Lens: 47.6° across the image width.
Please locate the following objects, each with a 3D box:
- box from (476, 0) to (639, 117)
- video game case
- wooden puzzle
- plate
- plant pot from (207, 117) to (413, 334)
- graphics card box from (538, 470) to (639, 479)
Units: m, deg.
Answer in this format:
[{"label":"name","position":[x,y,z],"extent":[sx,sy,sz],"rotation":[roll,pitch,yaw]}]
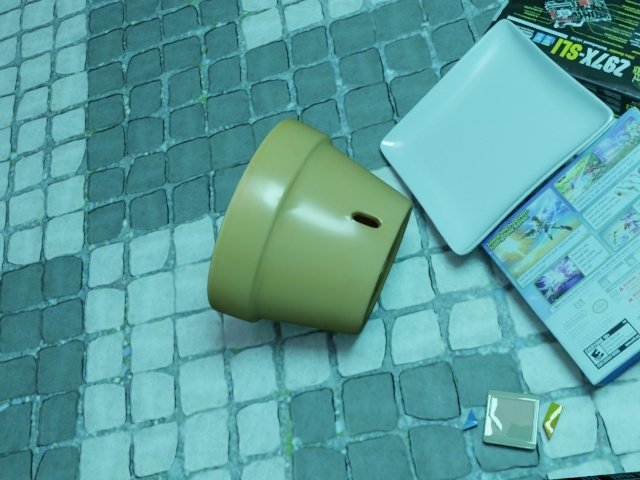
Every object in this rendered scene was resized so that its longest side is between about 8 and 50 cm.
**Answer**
[{"label":"box","position":[0.448,-0.331,1.120],"extent":[0.322,0.079,0.257],"rotation":[29,78,28]},{"label":"video game case","position":[0.384,0.008,0.935],"extent":[0.269,0.061,0.244],"rotation":[-45,58,20]},{"label":"wooden puzzle","position":[0.252,0.234,0.951],"extent":[0.116,0.014,0.078],"rotation":[11,65,22]},{"label":"plate","position":[0.246,-0.151,1.064],"extent":[0.278,0.045,0.277],"rotation":[-45,47,18]},{"label":"plant pot","position":[0.000,0.000,1.010],"extent":[0.203,0.291,0.291],"rotation":[22,73,9]},{"label":"graphics card box","position":[0.289,0.300,0.777],"extent":[0.371,0.233,0.094],"rotation":[-9,71,13]}]
